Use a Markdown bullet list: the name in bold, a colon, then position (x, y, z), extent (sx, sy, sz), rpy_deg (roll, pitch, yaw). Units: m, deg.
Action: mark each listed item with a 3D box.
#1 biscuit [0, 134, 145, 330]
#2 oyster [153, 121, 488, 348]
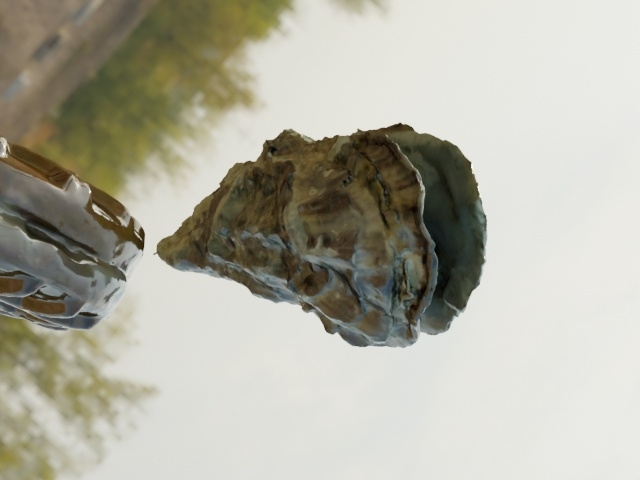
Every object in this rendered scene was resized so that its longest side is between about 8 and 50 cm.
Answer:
- **biscuit**: position (-0.281, -0.030, 1.362), extent (0.332, 0.332, 0.103), rpy_deg (162, -49, -78)
- **oyster**: position (-0.003, -0.003, 1.475), extent (0.351, 0.158, 0.162), rpy_deg (-1, -100, 50)
